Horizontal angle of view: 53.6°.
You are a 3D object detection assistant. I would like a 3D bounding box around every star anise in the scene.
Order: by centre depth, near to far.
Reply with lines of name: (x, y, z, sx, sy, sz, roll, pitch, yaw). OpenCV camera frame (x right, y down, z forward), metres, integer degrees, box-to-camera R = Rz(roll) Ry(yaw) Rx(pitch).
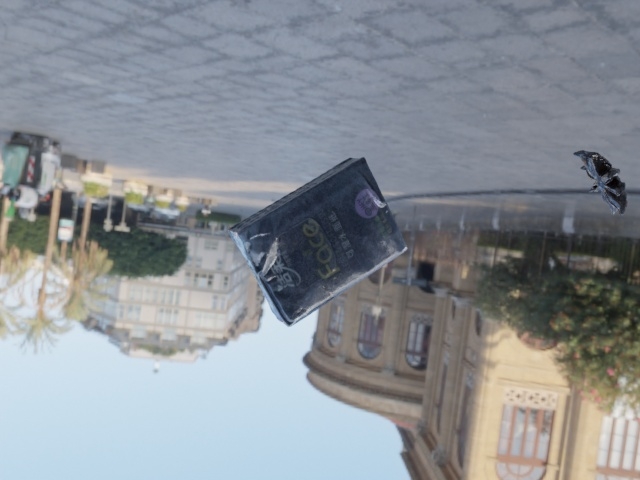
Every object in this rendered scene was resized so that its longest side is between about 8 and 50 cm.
star anise: (0.501, -0.110, 1.121, 0.042, 0.141, 0.141, -33, 177, 6)

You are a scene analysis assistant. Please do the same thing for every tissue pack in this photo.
tissue pack: (0.000, 0.000, 0.642, 0.156, 0.112, 0.051, -32, -163, -16)
